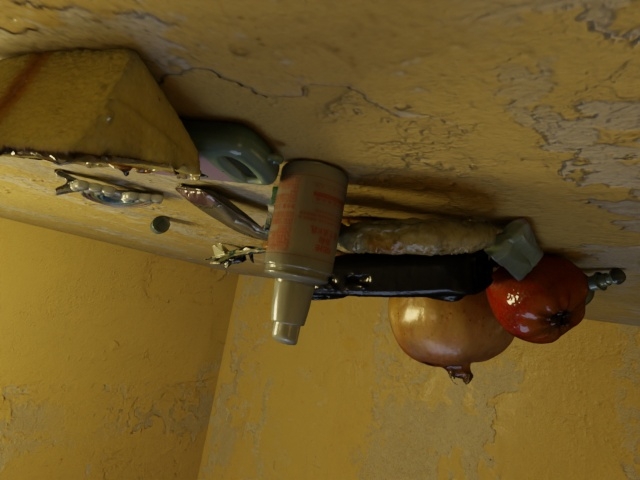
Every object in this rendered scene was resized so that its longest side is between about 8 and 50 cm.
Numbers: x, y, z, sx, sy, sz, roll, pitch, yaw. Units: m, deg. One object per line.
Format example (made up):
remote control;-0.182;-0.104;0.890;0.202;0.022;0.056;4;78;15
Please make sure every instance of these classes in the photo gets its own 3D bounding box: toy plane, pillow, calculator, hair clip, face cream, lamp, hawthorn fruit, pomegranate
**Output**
toy plane;-0.315;0.061;1.724;0.262;0.088;0.192;3;-164;21
pillow;-0.195;-0.054;0.937;0.130;0.038;0.232;9;160;40
calculator;-0.166;-0.118;0.590;0.246;0.045;0.141;7;171;12
hair clip;-0.476;-0.109;0.998;0.220;0.054;0.140;11;165;-30
face cream;-0.029;0.020;0.629;0.101;0.252;0.101;10;171;2
lamp;0.605;0.099;1.004;0.091;0.091;0.163;13;155;-19
hawthorn fruit;0.446;0.107;0.961;0.196;0.196;0.225;14;-160;-22
pomegranate;0.344;0.208;1.173;0.338;0.338;0.338;10;171;2

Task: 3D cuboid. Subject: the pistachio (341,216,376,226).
pistachio;0.068;-0.021;0.916;0.173;0.049;0.089;5;147;37

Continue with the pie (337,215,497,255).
pie;0.139;-0.008;0.707;0.274;0.055;0.274;-2;-178;0

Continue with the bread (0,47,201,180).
bread;-0.258;-0.086;0.469;0.240;0.135;0.178;5;151;19

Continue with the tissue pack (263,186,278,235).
tissue pack;-0.036;-0.044;0.773;0.111;0.085;0.079;10;169;4

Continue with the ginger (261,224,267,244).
ginger;0.000;0.000;1.034;0.294;0.086;0.131;4;148;9

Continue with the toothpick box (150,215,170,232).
toothpick box;-0.492;-0.047;1.361;0.052;0.052;0.083;14;171;-24

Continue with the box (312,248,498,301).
box;0.152;0.061;0.882;0.350;0.091;0.359;-5;178;28

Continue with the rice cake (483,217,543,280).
rice cake;0.350;0.019;0.789;0.042;0.080;0.221;48;-166;33

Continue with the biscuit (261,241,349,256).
biscuit;-0.008;0.034;1.352;0.339;0.047;0.216;13;173;-32
